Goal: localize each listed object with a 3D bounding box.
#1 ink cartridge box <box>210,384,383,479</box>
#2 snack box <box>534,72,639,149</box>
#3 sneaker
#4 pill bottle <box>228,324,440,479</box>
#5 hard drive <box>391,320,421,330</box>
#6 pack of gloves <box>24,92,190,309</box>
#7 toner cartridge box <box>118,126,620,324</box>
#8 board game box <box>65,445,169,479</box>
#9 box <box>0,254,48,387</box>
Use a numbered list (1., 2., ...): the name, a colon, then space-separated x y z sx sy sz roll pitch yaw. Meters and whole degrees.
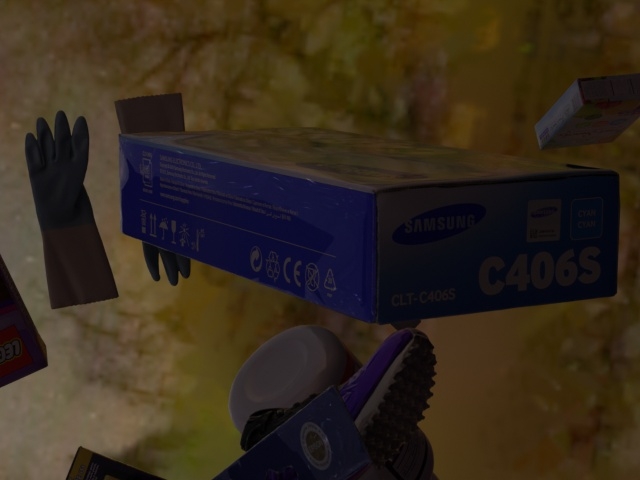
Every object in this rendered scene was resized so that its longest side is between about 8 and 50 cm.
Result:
1. ink cartridge box: -0.008 0.335 1.240 0.330 0.071 0.324 61 143 13
2. snack box: 0.327 -0.153 1.684 0.141 0.100 0.037 126 136 -68
3. sneaker: -0.006 0.197 1.434 0.293 0.146 0.102 -58 -31 -1
4. pill bottle: 0.032 0.275 1.927 0.323 0.181 0.181 50 -148 -30
5. hard drive: 0.000 0.000 1.984 0.040 0.203 0.307 -47 42 -1
6. pack of gloves: -0.245 -0.048 1.683 0.046 0.195 0.232 176 85 -70
7. toner cartridge box: 0.011 -0.022 0.896 0.348 0.165 0.075 16 109 58
8. board game box: -0.198 0.300 1.353 0.048 0.141 0.170 37 -109 -57
9. box: -0.398 0.071 1.154 0.057 0.293 0.201 -127 13 -69
